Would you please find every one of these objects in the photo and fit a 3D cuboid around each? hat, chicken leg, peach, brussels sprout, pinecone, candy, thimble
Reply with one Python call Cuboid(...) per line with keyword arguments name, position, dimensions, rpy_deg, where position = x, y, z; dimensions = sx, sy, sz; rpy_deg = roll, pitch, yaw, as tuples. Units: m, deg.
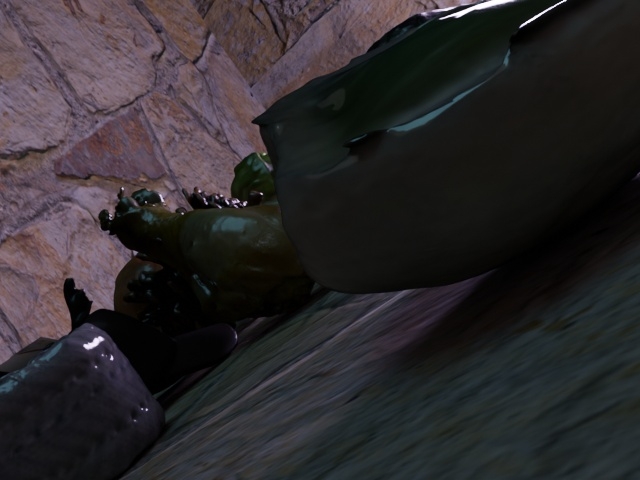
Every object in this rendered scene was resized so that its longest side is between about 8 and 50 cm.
Cuboid(name="hat", position=(-0.293, 0.153, 1.404), dimensions=(0.336, 0.209, 0.238), rpy_deg=(-36, 0, -41))
Cuboid(name="chicken leg", position=(-0.166, 0.003, 1.484), dimensions=(0.429, 0.202, 0.152), rpy_deg=(17, -1, 40))
Cuboid(name="peach", position=(-0.304, 0.111, 2.018), dimensions=(0.214, 0.214, 0.235), rpy_deg=(-35, -18, 4))
Cuboid(name="brussels sprout", position=(-0.032, -0.101, 1.965), dimensions=(0.259, 0.227, 0.294), rpy_deg=(-33, 26, 5))
Cuboid(name="pinecone", position=(-0.187, 0.051, 1.695), dimensions=(0.309, 0.244, 0.244), rpy_deg=(-47, 4, -3))
Cuboid(name="candy", position=(0.150, -0.102, 0.782), dimensions=(0.426, 0.186, 0.386), rpy_deg=(-34, 12, -10))
Cuboid(name="thimble", position=(-0.300, 0.208, 1.118), dimensions=(0.217, 0.157, 0.245), rpy_deg=(-34, 4, 33))

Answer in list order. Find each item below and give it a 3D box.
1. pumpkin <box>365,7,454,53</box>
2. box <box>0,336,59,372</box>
Cuboid(name="pumpkin", position=(0.199, -0.266, 1.732), dimensions=(0.315, 0.239, 0.315), rpy_deg=(-16, -21, -6))
Cuboid(name="box", position=(-0.471, 0.291, 1.457), dimensions=(0.051, 0.205, 0.365), rpy_deg=(9, 16, 12))
